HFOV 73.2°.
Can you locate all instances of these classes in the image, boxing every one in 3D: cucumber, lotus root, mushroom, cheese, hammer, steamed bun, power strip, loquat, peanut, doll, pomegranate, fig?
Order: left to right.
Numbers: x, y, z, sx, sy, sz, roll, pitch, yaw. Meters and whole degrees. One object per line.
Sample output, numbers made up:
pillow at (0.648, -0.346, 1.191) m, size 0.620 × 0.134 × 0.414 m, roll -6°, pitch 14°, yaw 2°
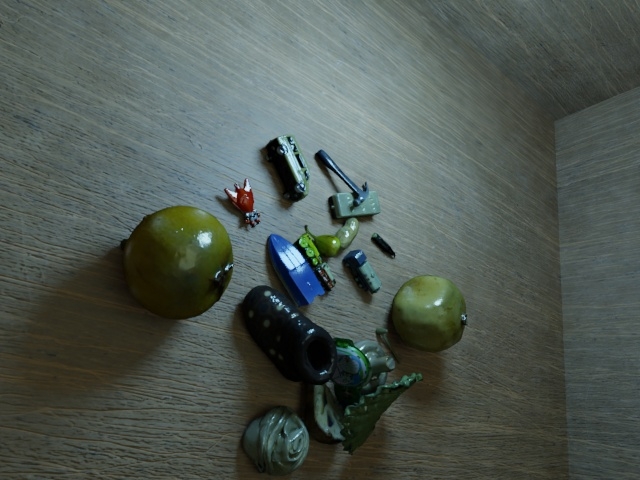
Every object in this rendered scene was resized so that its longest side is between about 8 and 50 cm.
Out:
loquat at (-0.427, 0.054, 1.255) m, size 0.359 × 0.328 × 0.328 m, roll 17°, pitch 60°, yaw 15°
doll at (-0.269, -0.130, 1.559) m, size 0.109 × 0.057 × 0.169 m, roll -34°, pitch 99°, yaw -39°
steamed bun at (-0.125, 0.664, 1.415) m, size 0.211 × 0.144 × 0.218 m, roll -35°, pitch 100°, yaw -37°
lotus root at (0.008, 0.620, 1.543) m, size 0.261 × 0.074 × 0.170 m, roll 58°, pitch 31°, yaw -13°
fig at (0.010, -0.001, 1.742) m, size 0.166 × 0.093 × 0.093 m, roll 39°, pitch 49°, yaw 22°
hammer at (0.093, -0.280, 1.835) m, size 0.290 × 0.037 × 0.137 m, roll 47°, pitch 46°, yaw 1°
cheese at (0.094, 0.492, 1.563) m, size 0.083 × 0.203 × 0.321 m, roll -40°, pitch 128°, yaw -60°
peanut at (0.111, -0.033, 1.811) m, size 0.080 × 0.080 × 0.174 m, roll 47°, pitch 52°, yaw -18°
power strip at (0.150, -0.154, 1.874) m, size 0.256 × 0.070 × 0.105 m, roll -8°, pitch 82°, yaw -36°
mushroom at (0.196, 0.486, 1.658) m, size 0.207 × 0.215 × 0.207 m, roll 15°, pitch 64°, yaw -35°
cucumber at (0.293, 0.029, 1.960) m, size 0.039 × 0.043 × 0.163 m, roll -44°, pitch 108°, yaw 4°
hammer at (0.307, 0.454, 1.854) m, size 0.028 × 0.060 × 0.195 m, roll -44°, pitch 110°, yaw -36°
pomegranate at (0.472, 0.310, 1.852) m, size 0.332 × 0.332 × 0.333 m, roll 10°, pitch 73°, yaw -35°

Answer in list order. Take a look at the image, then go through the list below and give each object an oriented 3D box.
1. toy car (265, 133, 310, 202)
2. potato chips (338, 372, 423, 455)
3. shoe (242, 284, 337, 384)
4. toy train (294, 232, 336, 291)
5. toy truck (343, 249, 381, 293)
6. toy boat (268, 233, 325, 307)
toy car at (-0.111, -0.283, 1.689) m, size 0.124 × 0.101 × 0.257 m, roll -29°, pitch 95°, yaw -41°
potato chips at (0.206, 0.604, 1.556) m, size 0.373 × 0.097 × 0.389 m, roll -52°, pitch 152°, yaw 7°
shoe at (-0.098, 0.319, 1.461) m, size 0.171 × 0.237 × 0.384 m, roll -36°, pitch 101°, yaw -37°
toy train at (-0.014, 0.090, 1.700) m, size 0.085 × 0.053 × 0.250 m, roll -42°, pitch 105°, yaw -42°
toy truck at (0.182, 0.135, 1.814) m, size 0.074 × 0.088 × 0.202 m, roll -41°, pitch 103°, yaw -35°
toy boat at (-0.107, 0.100, 1.615) m, size 0.129 × 0.088 × 0.295 m, roll -31°, pitch 87°, yaw -37°
